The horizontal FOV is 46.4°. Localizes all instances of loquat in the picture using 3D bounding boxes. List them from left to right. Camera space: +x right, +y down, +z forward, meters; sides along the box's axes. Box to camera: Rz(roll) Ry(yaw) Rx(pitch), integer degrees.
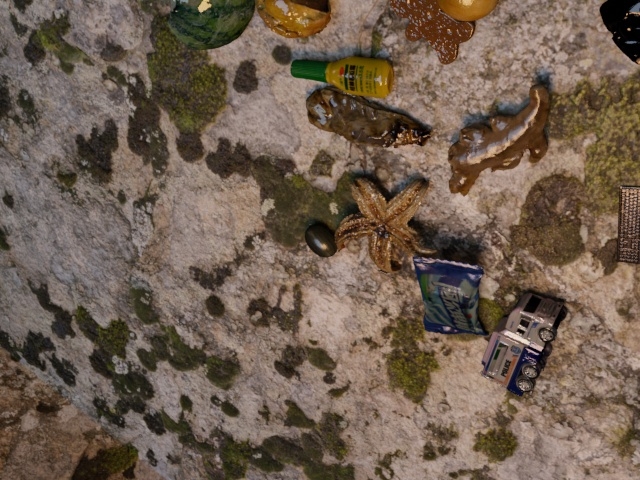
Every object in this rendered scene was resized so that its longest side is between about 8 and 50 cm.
[{"bbox_3d":[0.311,-0.541,1.574,0.163,0.137,0.163,14,139,12],"label":"loquat"}]

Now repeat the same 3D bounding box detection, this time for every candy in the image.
[{"bbox_3d":[0.345,0.152,1.953,0.187,0.077,0.331,6,139,18],"label":"candy"}]

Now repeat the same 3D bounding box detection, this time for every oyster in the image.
[{"bbox_3d":[0.112,-0.299,1.870,0.345,0.079,0.128,20,117,20],"label":"oyster"}]

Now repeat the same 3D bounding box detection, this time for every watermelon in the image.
[{"bbox_3d":[-0.277,-0.600,1.862,0.180,0.224,0.305,-122,30,-48],"label":"watermelon"},{"bbox_3d":[0.000,0.000,2.094,0.111,0.078,0.078,45,128,0],"label":"watermelon"}]

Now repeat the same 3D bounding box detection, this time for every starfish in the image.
[{"bbox_3d":[0.178,-0.028,1.968,0.312,0.113,0.303,18,122,29],"label":"starfish"}]

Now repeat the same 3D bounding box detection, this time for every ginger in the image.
[{"bbox_3d":[0.418,-0.222,1.746,0.333,0.080,0.166,-34,113,31],"label":"ginger"}]

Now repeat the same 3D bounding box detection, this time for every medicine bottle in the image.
[{"bbox_3d":[0.050,-0.410,1.837,0.261,0.064,0.094,12,123,23],"label":"medicine bottle"}]

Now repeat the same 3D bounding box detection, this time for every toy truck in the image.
[{"bbox_3d":[0.523,0.260,1.939,0.156,0.124,0.267,24,128,20],"label":"toy truck"}]

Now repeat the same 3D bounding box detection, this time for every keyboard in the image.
[{"bbox_3d":[0.723,-0.034,1.731,0.064,0.010,0.197,6,120,28],"label":"keyboard"}]

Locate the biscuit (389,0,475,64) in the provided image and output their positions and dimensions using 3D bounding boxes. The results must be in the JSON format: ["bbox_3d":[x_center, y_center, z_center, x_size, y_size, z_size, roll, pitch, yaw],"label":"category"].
[{"bbox_3d":[0.248,-0.504,1.696,0.205,0.031,0.138,37,133,2],"label":"biscuit"}]

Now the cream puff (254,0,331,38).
[{"bbox_3d":[-0.065,-0.545,1.757,0.189,0.189,0.129,35,133,6],"label":"cream puff"}]

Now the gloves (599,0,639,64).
[{"bbox_3d":[0.669,-0.406,1.480,0.203,0.124,0.164,40,154,-25],"label":"gloves"}]
